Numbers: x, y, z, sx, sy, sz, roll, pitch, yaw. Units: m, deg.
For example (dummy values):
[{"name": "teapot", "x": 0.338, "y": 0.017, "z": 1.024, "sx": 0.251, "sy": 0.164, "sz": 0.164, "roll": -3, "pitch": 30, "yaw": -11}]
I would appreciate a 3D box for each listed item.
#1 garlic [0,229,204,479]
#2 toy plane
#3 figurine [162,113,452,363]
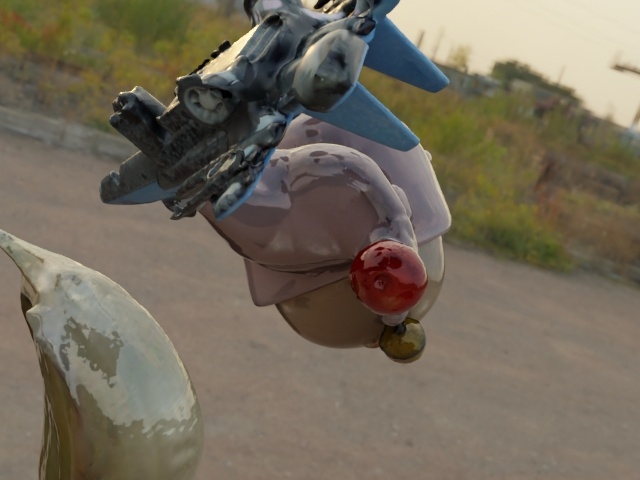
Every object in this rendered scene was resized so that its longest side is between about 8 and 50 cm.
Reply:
[{"name": "garlic", "x": -0.219, "y": 0.139, "z": 1.020, "sx": 0.196, "sy": 0.338, "sz": 0.151, "roll": 7, "pitch": 32, "yaw": 25}, {"name": "toy plane", "x": -0.046, "y": -0.061, "z": 0.534, "sx": 0.246, "sy": 0.169, "sz": 0.078, "roll": -13, "pitch": -52, "yaw": 44}, {"name": "figurine", "x": 0.000, "y": 0.000, "z": 0.754, "sx": 0.176, "sy": 0.186, "sz": 0.287, "roll": -15, "pitch": 1, "yaw": 6}]
